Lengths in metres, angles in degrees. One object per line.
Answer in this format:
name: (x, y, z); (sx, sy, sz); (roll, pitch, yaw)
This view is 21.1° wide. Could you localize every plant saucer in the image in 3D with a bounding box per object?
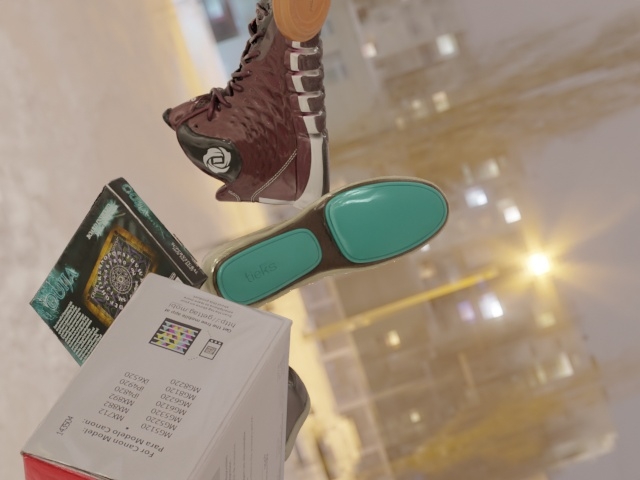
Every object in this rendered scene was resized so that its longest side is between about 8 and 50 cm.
plant saucer: (-0.014, -0.224, 1.578); (0.013, 0.083, 0.083); (14, -43, 34)

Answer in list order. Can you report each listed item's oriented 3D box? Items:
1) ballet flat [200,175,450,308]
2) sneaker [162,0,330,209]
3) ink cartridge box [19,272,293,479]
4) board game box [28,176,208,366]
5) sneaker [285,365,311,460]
ballet flat: (0.000, 0.000, 1.631); (0.086, 0.248, 0.086); (162, -90, -76)
sneaker: (-0.078, -0.162, 1.683); (0.106, 0.162, 0.281); (-82, 168, -78)
ink cartridge box: (-0.135, 0.234, 1.322); (0.272, 0.130, 0.309); (-58, 159, -44)
board game box: (-0.189, 0.046, 1.587); (0.126, 0.026, 0.186); (49, -50, 12)
sneaker: (-0.067, 0.172, 2.048); (0.222, 0.083, 0.118); (-83, 159, -67)
